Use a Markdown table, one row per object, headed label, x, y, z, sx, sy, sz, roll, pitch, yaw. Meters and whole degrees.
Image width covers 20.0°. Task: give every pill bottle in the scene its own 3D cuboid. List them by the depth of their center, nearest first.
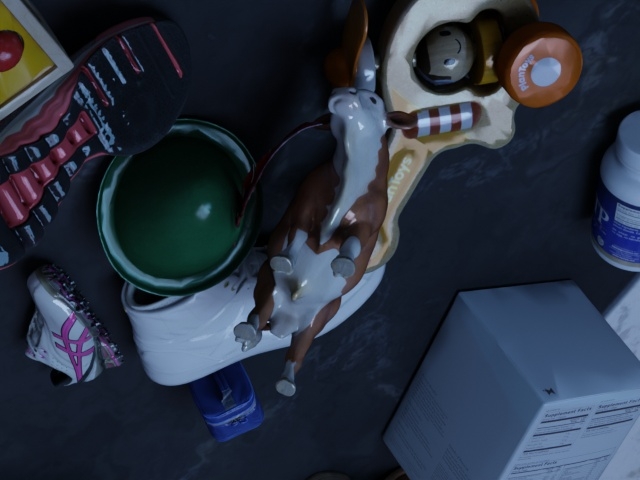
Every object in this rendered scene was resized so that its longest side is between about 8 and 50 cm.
| label | x | y | z | sx | sy | sz | roll | pitch | yaw |
| --- | --- | --- | --- | --- | --- | --- | --- | --- | --- |
| pill bottle | 0.385 | -0.062 | 2.161 | 0.112 | 0.112 | 0.187 | -22 | 142 | -18 |

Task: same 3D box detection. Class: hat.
| label | x | y | z | sx | sy | sz | roll | pitch | yaw |
| --- | --- | --- | --- | --- | --- | --- | --- | --- | --- |
| hat | -0.106 | -0.019 | 1.714 | 0.173 | 0.183 | 0.209 | -11 | 111 | -20 |

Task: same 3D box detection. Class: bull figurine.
| label | x | y | z | sx | sy | sz | roll | pitch | yaw |
| --- | --- | --- | --- | --- | --- | --- | --- | --- | --- |
| bull figurine | 0.000 | 0.000 | 1.753 | 0.188 | 0.101 | 0.310 | -64 | 175 | -48 |

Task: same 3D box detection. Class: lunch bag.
| label | x | y | z | sx | sy | sz | roll | pitch | yaw |
| --- | --- | --- | --- | --- | --- | --- | --- | --- | --- |
| lunch bag | -0.109 | 0.173 | 2.042 | 0.067 | 0.098 | 0.065 | -26 | 141 | -4 |

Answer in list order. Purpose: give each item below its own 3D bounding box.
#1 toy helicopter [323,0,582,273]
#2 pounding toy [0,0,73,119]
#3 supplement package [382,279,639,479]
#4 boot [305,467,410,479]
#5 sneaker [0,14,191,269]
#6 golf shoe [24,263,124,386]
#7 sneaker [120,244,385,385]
| label | x | y | z | sx | sy | sz | roll | pitch | yaw |
| --- | --- | --- | --- | --- | --- | --- | --- | --- | --- |
| toy helicopter | 0.083 | -0.120 | 1.828 | 0.235 | 0.140 | 0.355 | 14 | 116 | -28 |
| pounding toy | -0.289 | -0.197 | 1.484 | 0.181 | 0.094 | 0.206 | -36 | 145 | 1 |
| supplement package | 0.247 | 0.216 | 2.288 | 0.198 | 0.199 | 0.263 | -5 | 134 | -36 |
| boot | 0.118 | 0.402 | 2.377 | 0.283 | 0.220 | 0.109 | 16 | 120 | -47 |
| sneaker | -0.250 | -0.108 | 1.616 | 0.314 | 0.136 | 0.116 | -44 | 132 | -28 |
| golf shoe | -0.265 | 0.094 | 1.855 | 0.086 | 0.067 | 0.186 | -30 | 144 | -5 |
| sneaker | -0.068 | 0.038 | 1.916 | 0.292 | 0.108 | 0.169 | -27 | 146 | -9 |
